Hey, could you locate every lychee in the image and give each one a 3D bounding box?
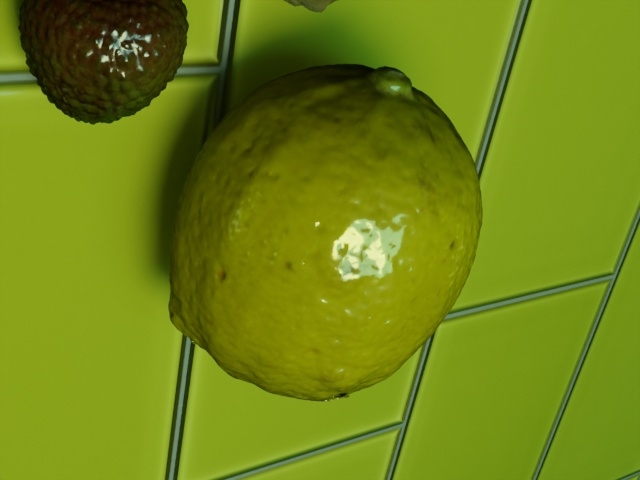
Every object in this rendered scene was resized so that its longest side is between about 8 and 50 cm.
[{"bbox_3d":[-0.149,-0.143,0.627,0.114,0.114,0.146,-8,142,-33],"label":"lychee"}]

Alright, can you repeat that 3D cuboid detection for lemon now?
[{"bbox_3d":[0.000,0.000,0.753,0.245,0.245,0.320,0,126,-38],"label":"lemon"}]

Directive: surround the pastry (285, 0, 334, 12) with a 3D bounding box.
[{"bbox_3d":[-0.002,-0.249,0.683,0.153,0.081,0.153,-20,127,-29],"label":"pastry"}]
